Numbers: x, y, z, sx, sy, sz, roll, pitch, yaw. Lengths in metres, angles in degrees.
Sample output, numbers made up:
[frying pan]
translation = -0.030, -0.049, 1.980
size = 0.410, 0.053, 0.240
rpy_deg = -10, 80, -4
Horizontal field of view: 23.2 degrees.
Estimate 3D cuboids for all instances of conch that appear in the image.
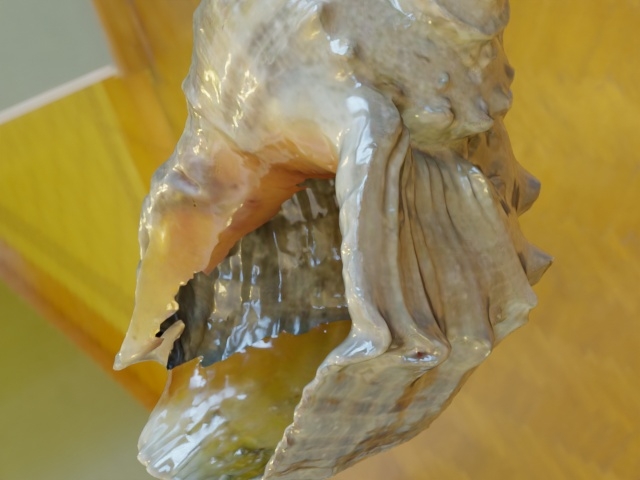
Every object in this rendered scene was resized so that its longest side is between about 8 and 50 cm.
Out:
[conch]
translation = 0.017, 0.002, 0.842
size = 0.297, 0.210, 0.352
rpy_deg = -96, 20, -45
